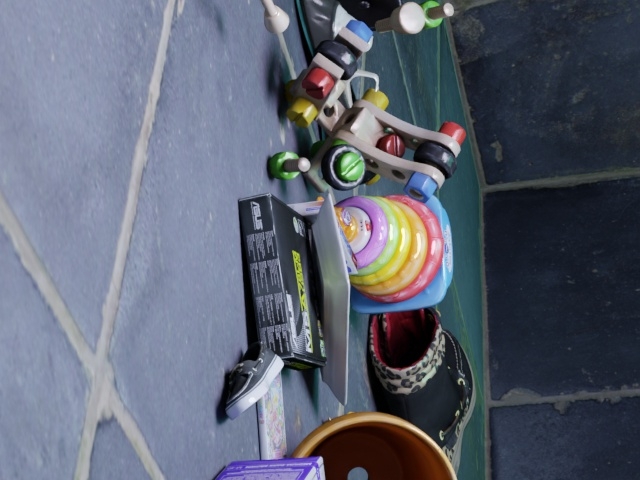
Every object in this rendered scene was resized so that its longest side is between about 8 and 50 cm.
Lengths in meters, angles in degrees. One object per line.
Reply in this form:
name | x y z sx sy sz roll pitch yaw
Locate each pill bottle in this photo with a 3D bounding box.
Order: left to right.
pill bottle | 0.072 -0.452 2.306 0.123 0.123 0.219 67 21 -54

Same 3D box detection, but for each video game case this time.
video game case | -0.057 0.192 1.649 0.087 0.011 0.122 23 62 -76

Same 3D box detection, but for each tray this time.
tray | 0.010 0.081 1.819 0.270 0.030 0.145 90 -10 -51

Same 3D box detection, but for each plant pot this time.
plant pot | 0.050 0.297 1.714 0.188 0.205 0.205 -158 -118 -85

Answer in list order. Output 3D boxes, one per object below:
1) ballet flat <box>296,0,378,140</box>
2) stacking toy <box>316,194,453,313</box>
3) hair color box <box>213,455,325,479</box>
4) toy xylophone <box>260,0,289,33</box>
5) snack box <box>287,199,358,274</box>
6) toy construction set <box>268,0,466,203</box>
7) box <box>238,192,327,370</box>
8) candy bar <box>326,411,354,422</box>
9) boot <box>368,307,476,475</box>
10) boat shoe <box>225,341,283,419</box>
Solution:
ballet flat | 0.034 -0.255 2.093 0.095 0.096 0.280 -71 152 -63
stacking toy | 0.058 -0.006 2.036 0.302 0.165 0.175 24 61 -60
hair color box | -0.067 0.331 1.308 0.339 0.110 0.185 -34 118 -75
toy xylophone | -0.098 -0.366 1.556 0.323 0.081 0.236 57 29 -65
snack box | 0.000 0.000 1.883 0.178 0.064 0.022 63 22 -60
toy construction set | 0.041 -0.196 1.915 0.237 0.257 0.309 -2 -106 59
box | -0.042 0.053 1.690 0.184 0.045 0.191 42 39 -76
candy bar | 0.027 0.260 2.000 0.161 0.018 0.040 15 70 -77
boot | 0.171 0.209 2.444 0.377 0.138 0.284 -73 154 -50
boat shoe | -0.077 0.146 1.513 0.040 0.049 0.142 49 19 -3
